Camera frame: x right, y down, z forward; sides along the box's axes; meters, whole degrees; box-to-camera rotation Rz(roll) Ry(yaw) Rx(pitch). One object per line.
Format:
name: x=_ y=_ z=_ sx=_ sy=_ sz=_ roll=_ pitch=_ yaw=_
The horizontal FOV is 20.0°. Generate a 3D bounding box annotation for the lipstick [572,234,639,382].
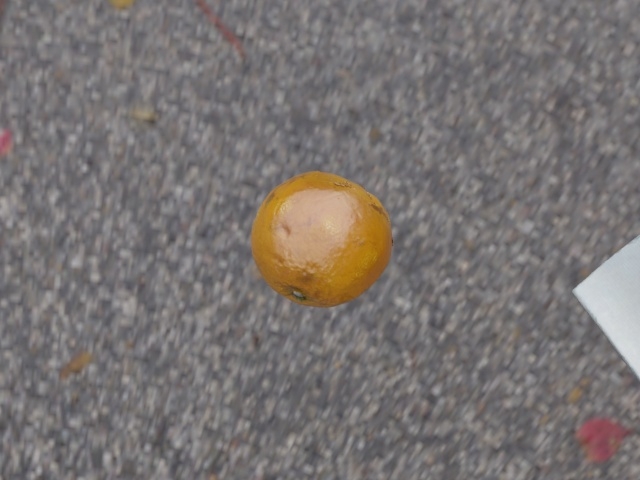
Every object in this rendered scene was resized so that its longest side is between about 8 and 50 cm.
lipstick: x=0.242 y=0.128 z=0.874 sx=0.068 sy=0.066 sz=0.317 roll=-39 pitch=61 yaw=9

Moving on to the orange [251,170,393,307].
orange: x=0.001 y=0.000 z=1.054 sx=0.084 sy=0.083 sz=0.083 roll=5 pitch=62 yaw=-9
